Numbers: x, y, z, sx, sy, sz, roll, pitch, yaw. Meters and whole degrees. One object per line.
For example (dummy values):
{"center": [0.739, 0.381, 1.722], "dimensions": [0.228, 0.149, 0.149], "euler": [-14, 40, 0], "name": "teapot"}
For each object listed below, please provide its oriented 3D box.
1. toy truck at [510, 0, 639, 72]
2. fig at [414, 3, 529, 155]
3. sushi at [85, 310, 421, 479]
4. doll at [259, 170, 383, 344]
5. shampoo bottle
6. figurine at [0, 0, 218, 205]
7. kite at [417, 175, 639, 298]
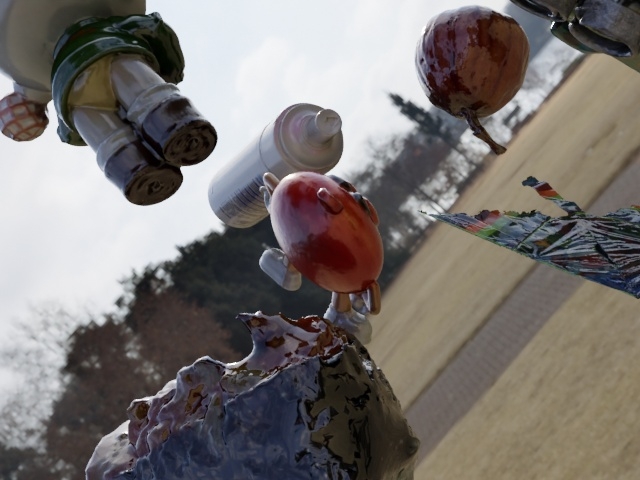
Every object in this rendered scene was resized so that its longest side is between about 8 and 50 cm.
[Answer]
{"center": [0.277, -0.216, 0.711], "dimensions": [0.176, 0.364, 0.178], "euler": [-62, 7, 4], "name": "toy truck"}
{"center": [0.162, -0.177, 0.927], "dimensions": [0.128, 0.128, 0.150], "euler": [-47, -44, -59], "name": "fig"}
{"center": [-0.072, 0.205, 0.766], "dimensions": [0.343, 0.181, 0.196], "euler": [-34, -28, 26], "name": "sushi"}
{"center": [0.000, 0.000, 0.850], "dimensions": [0.085, 0.183, 0.217], "euler": [-39, -25, -24], "name": "doll"}
{"center": [-0.052, -0.093, 1.049], "dimensions": [0.092, 0.092, 0.303], "euler": [-50, 9, -26], "name": "shampoo bottle"}
{"center": [-0.235, -0.195, 0.842], "dimensions": [0.281, 0.370, 0.167], "euler": [-45, -25, 16], "name": "figurine"}
{"center": [0.103, -0.004, 0.330], "dimensions": [0.090, 0.122, 0.004], "euler": [-113, 21, -55], "name": "kite"}
